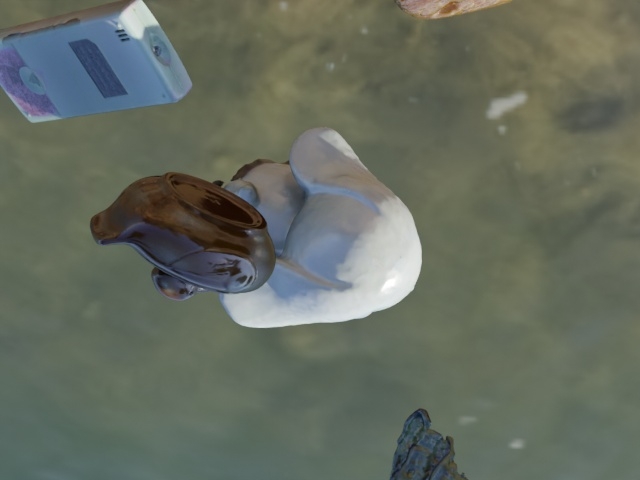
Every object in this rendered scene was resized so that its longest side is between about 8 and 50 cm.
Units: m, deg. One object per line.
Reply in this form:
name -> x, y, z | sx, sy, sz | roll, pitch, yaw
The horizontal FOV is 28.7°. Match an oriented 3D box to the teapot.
teapot -> -0.092, 0.004, 0.844 | 0.129, 0.098, 0.078 | 19, 110, -37

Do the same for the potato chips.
potato chips -> 0.050, 0.210, 0.760 | 0.028, 0.208, 0.092 | 23, 177, -36

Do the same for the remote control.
remote control -> -0.324, -0.236, 1.683 | 0.344, 0.050, 0.145 | 0, 130, 43

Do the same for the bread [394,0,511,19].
bread -> 0.178, -0.379, 1.477 | 0.253, 0.142, 0.227 | -18, 155, -32

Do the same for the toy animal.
toy animal -> -0.006, -0.016, 1.551 | 0.289, 0.249, 0.174 | -7, 160, 30
